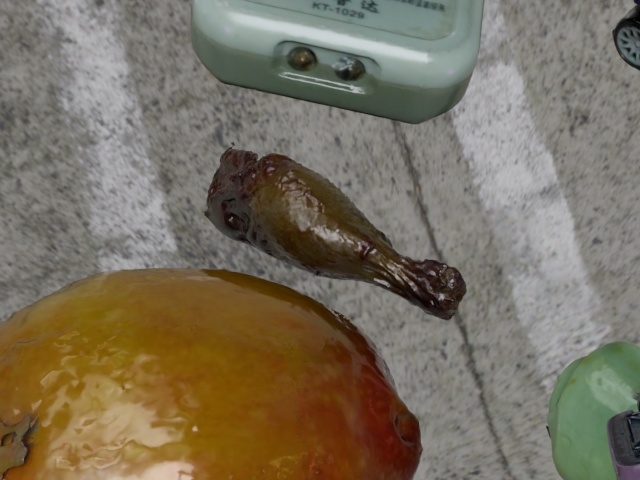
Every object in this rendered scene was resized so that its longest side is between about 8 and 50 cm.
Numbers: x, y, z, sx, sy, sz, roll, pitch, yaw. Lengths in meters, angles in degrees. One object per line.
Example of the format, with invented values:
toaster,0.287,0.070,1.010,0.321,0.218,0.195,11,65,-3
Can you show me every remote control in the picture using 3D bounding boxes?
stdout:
remote control,0.027,-0.187,0.575,0.128,0.066,0.335,11,49,2

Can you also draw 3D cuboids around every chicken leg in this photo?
chicken leg,-0.007,-0.006,1.008,0.177,0.322,0.083,36,81,-28

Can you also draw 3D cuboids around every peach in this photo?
peach,-0.107,0.167,0.851,0.372,0.373,0.290,-19,66,0

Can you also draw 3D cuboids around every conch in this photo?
conch,0.318,0.207,1.087,0.143,0.137,0.251,-8,42,-22

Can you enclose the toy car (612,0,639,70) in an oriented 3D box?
toy car,0.404,-0.276,1.110,0.172,0.235,0.158,-37,36,-22

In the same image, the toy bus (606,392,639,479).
toy bus,0.293,0.142,0.704,0.198,0.096,0.108,-16,102,14
